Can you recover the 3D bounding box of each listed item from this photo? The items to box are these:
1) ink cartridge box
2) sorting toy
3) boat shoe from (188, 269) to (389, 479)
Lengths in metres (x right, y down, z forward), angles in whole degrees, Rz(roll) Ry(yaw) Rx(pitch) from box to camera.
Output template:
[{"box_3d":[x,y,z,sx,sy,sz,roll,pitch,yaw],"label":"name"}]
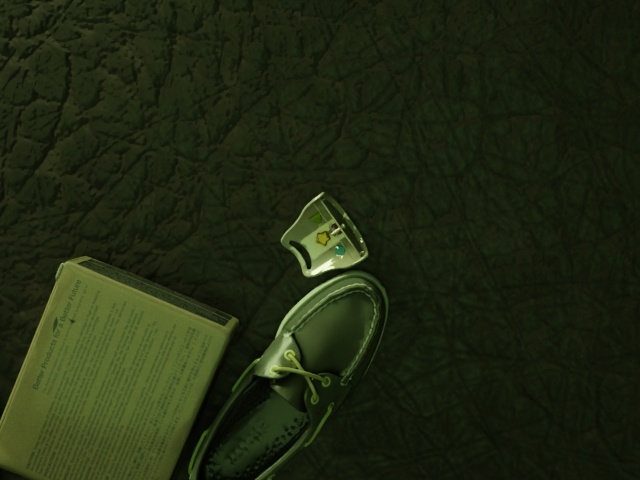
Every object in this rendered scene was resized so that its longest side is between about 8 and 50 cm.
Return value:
[{"box_3d":[-0.219,0.159,1.212,0.193,0.088,0.234,24,97,2],"label":"ink cartridge box"},{"box_3d":[0.000,0.000,1.213,0.075,0.045,0.083,-34,93,12],"label":"sorting toy"},{"box_3d":[-0.033,0.164,1.202,0.109,0.091,0.305,39,96,-1],"label":"boat shoe"}]
